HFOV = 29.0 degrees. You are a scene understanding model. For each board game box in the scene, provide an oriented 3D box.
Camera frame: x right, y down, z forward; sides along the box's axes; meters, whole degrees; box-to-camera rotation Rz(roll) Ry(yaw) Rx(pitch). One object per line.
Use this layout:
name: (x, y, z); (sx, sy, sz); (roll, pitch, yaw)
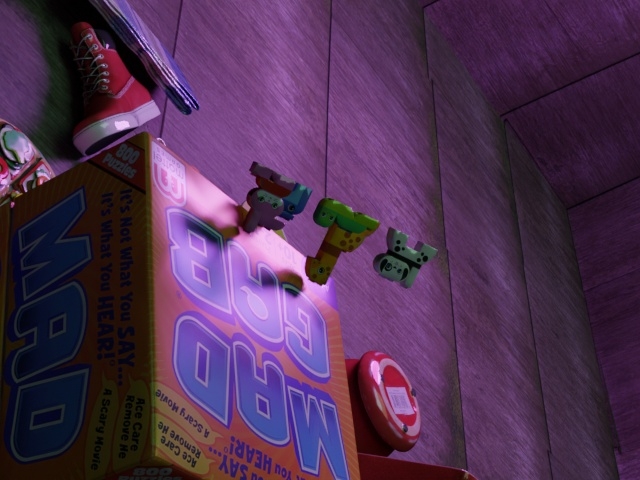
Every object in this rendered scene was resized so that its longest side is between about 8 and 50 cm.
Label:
board game box: (-0.205, 0.178, 1.301); (0.356, 0.356, 0.356); (40, 34, -46)

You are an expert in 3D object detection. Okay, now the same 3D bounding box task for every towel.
towel: (-0.300, -0.334, 1.945); (0.285, 0.034, 0.209); (50, 6, -34)

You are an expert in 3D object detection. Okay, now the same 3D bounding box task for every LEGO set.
LEGO set: (0.000, 0.000, 1.348); (0.227, 0.093, 0.087); (25, 2, -20)

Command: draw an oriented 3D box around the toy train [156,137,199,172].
toy train: (-0.236, -0.100, 1.898); (0.125, 0.046, 0.166); (58, 25, -17)

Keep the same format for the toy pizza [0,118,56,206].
toy pizza: (-0.386, -0.071, 1.569); (0.201, 0.032, 0.201); (46, 29, -36)

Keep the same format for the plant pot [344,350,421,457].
plant pot: (0.054, 0.275, 1.990); (0.191, 0.174, 0.191); (47, 27, -33)

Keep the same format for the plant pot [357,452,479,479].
plant pot: (0.132, 0.481, 1.837); (0.267, 0.267, 0.236); (43, 60, -42)

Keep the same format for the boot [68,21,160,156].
boot: (-0.329, -0.224, 1.780); (0.176, 0.088, 0.244); (60, 16, -11)

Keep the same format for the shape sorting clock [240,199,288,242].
shape sorting clock: (-0.093, 0.030, 2.079); (0.206, 0.040, 0.206); (41, 42, -51)

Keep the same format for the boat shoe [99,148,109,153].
boat shoe: (-0.284, -0.063, 1.772); (0.040, 0.049, 0.142); (-41, 111, -31)
